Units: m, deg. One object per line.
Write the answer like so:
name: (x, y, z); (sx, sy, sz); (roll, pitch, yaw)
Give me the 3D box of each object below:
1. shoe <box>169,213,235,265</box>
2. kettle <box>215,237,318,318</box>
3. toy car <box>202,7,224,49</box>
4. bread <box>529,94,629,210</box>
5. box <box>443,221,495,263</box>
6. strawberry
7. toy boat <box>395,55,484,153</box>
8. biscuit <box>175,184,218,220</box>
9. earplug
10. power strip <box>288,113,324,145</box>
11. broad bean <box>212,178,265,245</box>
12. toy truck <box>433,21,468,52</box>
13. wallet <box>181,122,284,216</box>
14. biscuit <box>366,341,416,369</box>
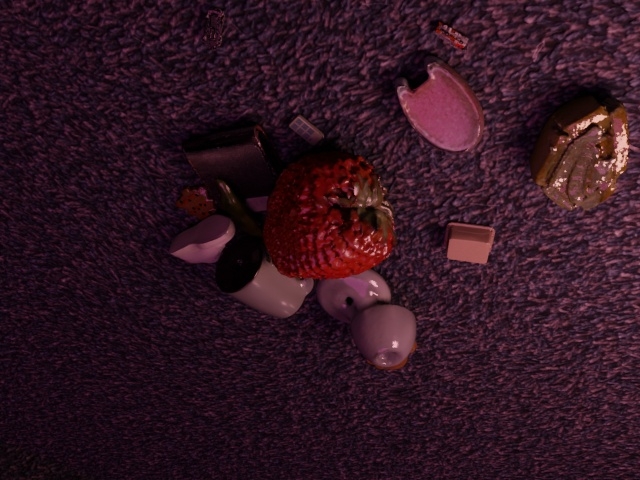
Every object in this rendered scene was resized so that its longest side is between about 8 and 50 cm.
shoe: (-0.300, 0.006, 1.997); (0.265, 0.095, 0.110); (-14, 139, 42)
kettle: (-0.128, 0.105, 1.977); (0.221, 0.161, 0.236); (-26, 139, 23)
toy car: (-0.236, -0.469, 1.614); (0.041, 0.025, 0.093); (17, 129, 2)
bread: (0.563, -0.194, 1.576); (0.185, 0.124, 0.257); (11, 131, 6)
box: (0.375, 0.008, 1.844); (0.122, 0.062, 0.089); (8, 132, 9)
strawberry: (0.004, -0.050, 1.767); (0.351, 0.267, 0.312); (-25, 83, 36)
toy boat: (0.271, -0.294, 1.610); (0.155, 0.085, 0.227); (-34, 104, 26)
biscuit: (-0.325, -0.095, 1.971); (0.119, 0.019, 0.130); (-27, 119, 33)
earplug: (0.125, 0.203, 2.010); (0.325, 0.175, 0.214); (45, 134, 15)
power strip: (-0.033, -0.265, 1.745); (0.090, 0.016, 0.040); (37, 129, -17)
broad bean: (-0.200, -0.059, 1.905); (0.060, 0.043, 0.297); (-7, 139, 31)
toy truck: (0.275, -0.423, 1.519); (0.083, 0.024, 0.032); (28, 154, -7)
wallet: (-0.202, -0.169, 1.845); (0.220, 0.071, 0.262); (-10, 134, 22)
biscuit: (0.204, 0.309, 2.171); (0.165, 0.036, 0.226); (12, 133, 13)
